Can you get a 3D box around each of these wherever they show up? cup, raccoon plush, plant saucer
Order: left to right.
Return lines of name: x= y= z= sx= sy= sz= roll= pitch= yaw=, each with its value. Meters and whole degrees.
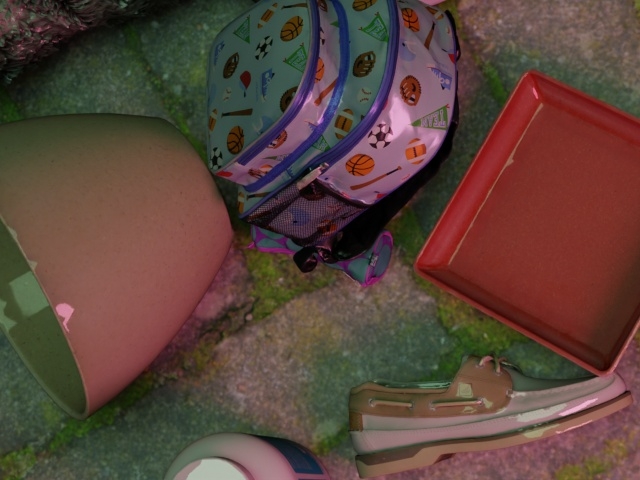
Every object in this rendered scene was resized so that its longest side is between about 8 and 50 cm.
cup: x=-0.237 y=-0.007 z=1.872 sx=0.237 sy=0.331 sz=0.331 roll=-30 pitch=75 yaw=-19
raccoon plush: x=-0.233 y=-0.251 z=1.950 sx=0.446 sy=0.216 sz=0.299 roll=22 pitch=95 yaw=14
plant saucer: x=0.267 y=-0.019 z=1.852 sx=0.258 sy=0.048 sz=0.259 roll=30 pitch=90 yaw=29

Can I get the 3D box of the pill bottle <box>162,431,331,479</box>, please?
pill bottle: x=-0.079 y=0.271 z=1.796 sx=0.146 sy=0.264 sz=0.146 roll=-2 pitch=81 yaw=12

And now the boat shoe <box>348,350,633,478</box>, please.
boat shoe: x=0.172 y=0.169 z=1.834 sx=0.302 sy=0.113 sz=0.103 roll=-15 pitch=84 yaw=11

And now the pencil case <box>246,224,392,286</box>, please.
pencil case: x=0.000 y=0.000 z=1.922 sx=0.152 sy=0.064 sz=0.070 roll=19 pitch=83 yaw=15

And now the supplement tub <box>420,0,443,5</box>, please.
supplement tub: x=0.075 y=-0.438 z=1.897 sx=0.207 sy=0.207 sz=0.338 roll=-26 pitch=77 yaw=8

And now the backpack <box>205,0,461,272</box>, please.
backpack: x=0.014 y=-0.152 z=1.806 sx=0.263 sy=0.213 sz=0.276 roll=-29 pitch=54 yaw=33
